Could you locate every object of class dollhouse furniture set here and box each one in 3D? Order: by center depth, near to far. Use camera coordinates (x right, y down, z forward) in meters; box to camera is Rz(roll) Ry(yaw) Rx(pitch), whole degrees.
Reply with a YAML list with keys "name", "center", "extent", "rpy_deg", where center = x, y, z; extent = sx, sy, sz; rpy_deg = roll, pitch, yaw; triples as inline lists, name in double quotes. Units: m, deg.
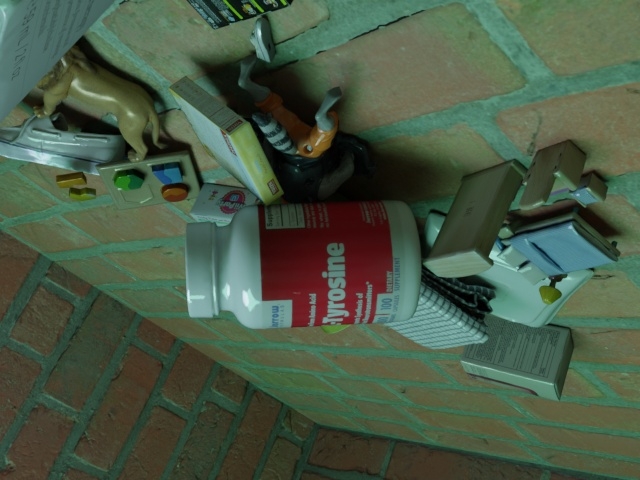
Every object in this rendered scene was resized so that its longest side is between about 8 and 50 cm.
- name: "dollhouse furniture set"
  center: [0.389, 0.028, 1.337]
  extent: [0.303, 0.198, 0.286]
  rpy_deg: [37, 154, -20]

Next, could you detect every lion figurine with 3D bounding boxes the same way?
- name: "lion figurine"
  center: [-0.460, -0.306, 1.584]
  extent: [0.392, 0.142, 0.240]
  rpy_deg: [19, 153, -25]

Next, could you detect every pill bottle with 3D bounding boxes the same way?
- name: "pill bottle"
  center: [-0.036, 0.045, 1.415]
  extent: [0.408, 0.228, 0.229]
  rpy_deg: [-3, 157, -5]

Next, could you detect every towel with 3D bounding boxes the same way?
- name: "towel"
  center: [0.230, 0.134, 1.734]
  extent: [0.235, 0.121, 0.284]
  rpy_deg: [32, 158, -13]

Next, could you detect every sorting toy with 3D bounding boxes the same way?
- name: "sorting toy"
  center: [-0.446, -0.125, 1.823]
  extent: [0.307, 0.041, 0.229]
  rpy_deg: [-10, 156, -3]

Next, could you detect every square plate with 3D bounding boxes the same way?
- name: "square plate"
  center: [0.373, 0.085, 1.695]
  extent: [0.347, 0.049, 0.344]
  rpy_deg: [21, 157, 8]

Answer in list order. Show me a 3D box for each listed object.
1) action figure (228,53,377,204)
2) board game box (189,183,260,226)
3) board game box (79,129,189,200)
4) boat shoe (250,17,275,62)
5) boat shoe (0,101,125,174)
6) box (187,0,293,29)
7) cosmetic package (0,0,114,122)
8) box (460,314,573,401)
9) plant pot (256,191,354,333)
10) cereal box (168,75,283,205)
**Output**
- name: "action figure"
  center: [-0.082, -0.175, 1.422]
  extent: [0.342, 0.178, 0.330]
  rpy_deg: [15, 146, 19]
- name: "board game box"
  center: [-0.152, -0.010, 1.938]
  extent: [0.224, 0.097, 0.303]
  rpy_deg: [9, 154, 30]
- name: "board game box"
  center: [-0.462, -0.188, 1.940]
  extent: [0.281, 0.027, 0.145]
  rpy_deg: [20, 158, 9]
- name: "boat shoe"
  center: [-0.100, -0.331, 1.270]
  extent: [0.035, 0.035, 0.100]
  rpy_deg: [16, 162, 13]
- name: "boat shoe"
  center: [-0.639, -0.257, 1.822]
  extent: [0.367, 0.156, 0.136]
  rpy_deg: [12, -175, 0]
- name: "box"
  center: [-0.156, -0.409, 1.143]
  extent: [0.184, 0.045, 0.191]
  rpy_deg: [-3, 144, 44]
- name: "cosmetic package"
  center: [-0.362, -0.406, 0.848]
  extent: [0.327, 0.393, 0.329]
  rpy_deg: [39, 154, -13]
- name: "box"
  center: [0.481, 0.279, 1.883]
  extent: [0.232, 0.148, 0.127]
  rpy_deg: [11, 155, 28]
- name: "plant pot"
  center: [0.000, 0.000, 1.649]
  extent: [0.293, 0.274, 0.275]
  rpy_deg: [44, 153, -12]
- name: "cereal box"
  center: [-0.170, -0.181, 1.387]
  extent: [0.240, 0.047, 0.173]
  rpy_deg: [40, 163, 43]
